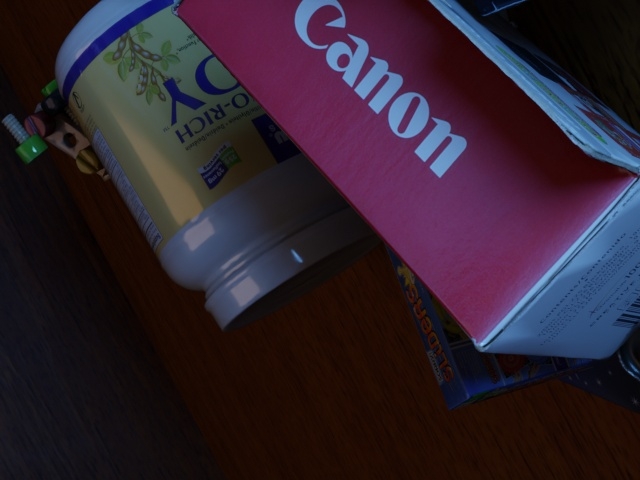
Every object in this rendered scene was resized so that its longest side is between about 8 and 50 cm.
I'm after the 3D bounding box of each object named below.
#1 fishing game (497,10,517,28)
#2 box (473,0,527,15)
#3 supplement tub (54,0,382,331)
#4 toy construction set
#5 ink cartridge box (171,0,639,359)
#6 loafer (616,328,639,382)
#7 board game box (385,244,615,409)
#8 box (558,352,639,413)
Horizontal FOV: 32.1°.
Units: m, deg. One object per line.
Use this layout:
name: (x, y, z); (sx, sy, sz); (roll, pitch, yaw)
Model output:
fishing game: (0.054, -0.244, 0.895); (0.264, 0.041, 0.189); (27, 149, 48)
box: (0.157, -0.193, 0.537); (0.093, 0.158, 0.156); (64, 159, -10)
supplement tub: (-0.099, -0.097, 1.154); (0.331, 0.241, 0.241); (58, 159, 8)
toy construction set: (-0.228, -0.145, 1.487); (0.237, 0.257, 0.309); (52, -178, -9)
ink cartridge box: (0.064, -0.082, 0.671); (0.309, 0.130, 0.272); (49, -161, 28)
loafer: (0.255, 0.084, 0.676); (0.220, 0.078, 0.080); (17, 128, 58)
board game box: (0.124, 0.015, 0.842); (0.035, 0.136, 0.201); (-50, 55, 58)
box: (0.213, 0.062, 0.917); (0.225, 0.036, 0.136); (17, 132, 60)
